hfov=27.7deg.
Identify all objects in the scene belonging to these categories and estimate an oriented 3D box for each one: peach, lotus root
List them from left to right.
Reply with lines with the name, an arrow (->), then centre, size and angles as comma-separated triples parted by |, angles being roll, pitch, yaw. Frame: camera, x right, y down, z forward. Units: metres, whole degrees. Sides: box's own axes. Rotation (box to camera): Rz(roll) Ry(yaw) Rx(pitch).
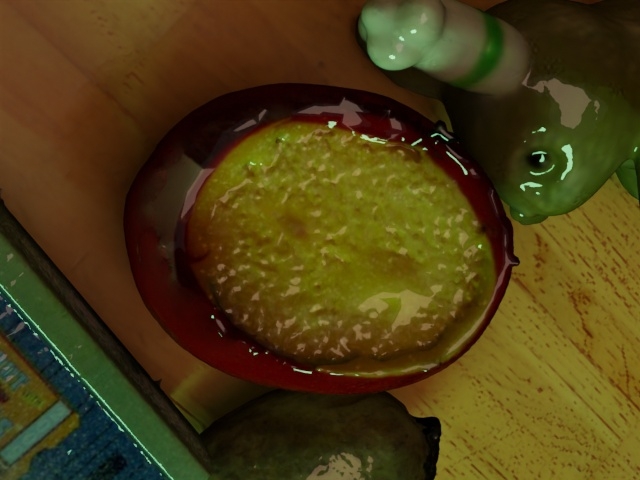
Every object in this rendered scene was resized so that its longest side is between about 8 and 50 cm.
lotus root -> -0.019, 0.159, 0.856 | 0.214, 0.138, 0.138 | -8, 108, -18
peach -> 0.000, 0.000, 0.755 | 0.190, 0.226, 0.196 | -43, 129, -33

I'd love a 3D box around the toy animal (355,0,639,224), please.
toy animal -> 0.167, -0.077, 0.841 | 0.363, 0.181, 0.180 | -4, 94, -24

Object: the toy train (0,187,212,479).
toy train -> -0.216, 0.090, 0.751 | 0.202, 0.131, 0.299 | -40, 117, -10
